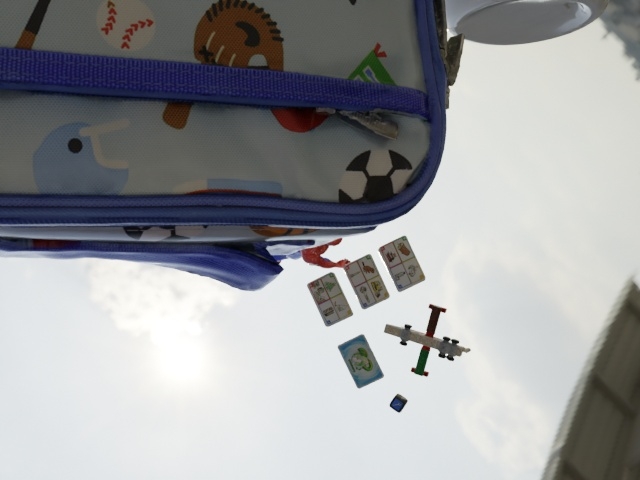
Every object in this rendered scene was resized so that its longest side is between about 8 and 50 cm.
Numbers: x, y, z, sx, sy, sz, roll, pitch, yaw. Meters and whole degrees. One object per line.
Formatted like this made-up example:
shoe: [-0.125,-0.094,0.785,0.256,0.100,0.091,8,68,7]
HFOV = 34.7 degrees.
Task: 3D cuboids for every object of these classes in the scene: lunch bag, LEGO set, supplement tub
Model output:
lunch bag: [-0.085,-0.103,0.427,0.303,0.115,0.243,1,-101,-23]
LEGO set: [0.112,0.137,1.598,0.244,0.182,0.060,64,-163,5]
supplement tub: [0.164,-0.280,0.866,0.144,0.144,0.200,8,-104,-55]

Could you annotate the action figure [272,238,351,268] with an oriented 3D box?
action figure: [0.000,0.000,1.652,0.139,0.092,0.280,1,178,-20]
